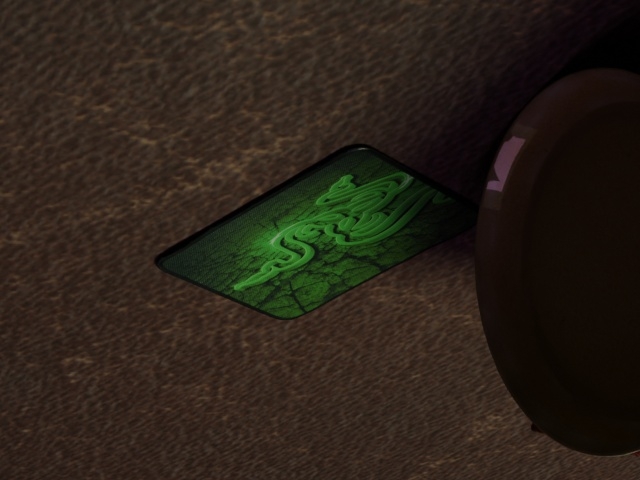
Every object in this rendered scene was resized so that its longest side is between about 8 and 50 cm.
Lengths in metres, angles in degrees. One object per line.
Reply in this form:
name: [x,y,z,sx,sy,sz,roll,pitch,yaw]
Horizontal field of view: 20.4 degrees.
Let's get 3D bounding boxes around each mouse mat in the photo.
mouse mat: [0.000,0.000,1.235,0.190,0.007,0.153,-30,145,29]

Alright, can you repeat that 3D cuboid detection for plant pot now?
plant pot: [0.177,0.013,1.088,0.032,0.236,0.236,0,150,-33]

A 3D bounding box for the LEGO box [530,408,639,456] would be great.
LEGO box: [0.452,0.070,1.156,0.500,0.193,0.372,7,179,-28]
